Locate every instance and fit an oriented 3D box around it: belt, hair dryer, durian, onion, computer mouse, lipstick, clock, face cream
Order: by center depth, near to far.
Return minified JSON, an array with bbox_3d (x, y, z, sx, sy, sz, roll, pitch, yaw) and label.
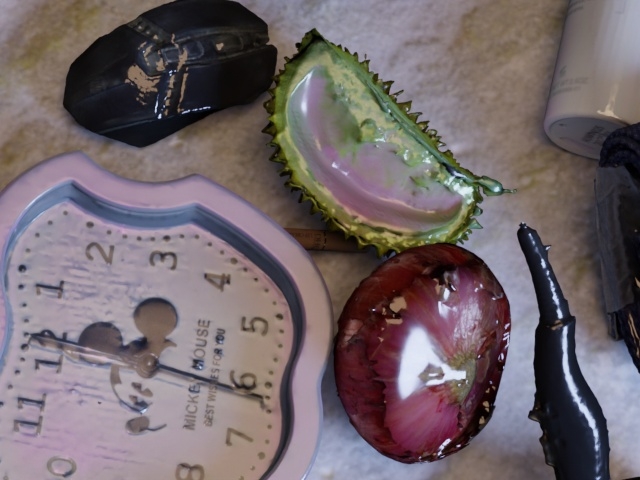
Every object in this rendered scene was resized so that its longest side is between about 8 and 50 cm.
[{"bbox_3d":[0.161,0.156,1.555,0.303,0.120,0.359,-15,108,-5],"label":"hair dryer"},{"bbox_3d":[-0.158,0.103,1.571,0.338,0.102,0.338,3,72,-9],"label":"clock"},{"bbox_3d":[0.069,0.087,1.602,0.147,0.184,0.184,10,65,37],"label":"onion"},{"bbox_3d":[0.313,0.005,1.650,0.126,0.139,0.230,-16,102,-22],"label":"belt"},{"bbox_3d":[0.000,0.000,1.660,0.094,0.019,0.019,3,71,-32],"label":"lipstick"},{"bbox_3d":[0.041,-0.065,1.668,0.220,0.095,0.137,40,87,2],"label":"durian"},{"bbox_3d":[-0.127,-0.147,1.674,0.192,0.062,0.106,-20,78,-15],"label":"computer mouse"},{"bbox_3d":[0.278,-0.245,1.765,0.102,0.102,0.345,17,72,-6],"label":"face cream"}]
